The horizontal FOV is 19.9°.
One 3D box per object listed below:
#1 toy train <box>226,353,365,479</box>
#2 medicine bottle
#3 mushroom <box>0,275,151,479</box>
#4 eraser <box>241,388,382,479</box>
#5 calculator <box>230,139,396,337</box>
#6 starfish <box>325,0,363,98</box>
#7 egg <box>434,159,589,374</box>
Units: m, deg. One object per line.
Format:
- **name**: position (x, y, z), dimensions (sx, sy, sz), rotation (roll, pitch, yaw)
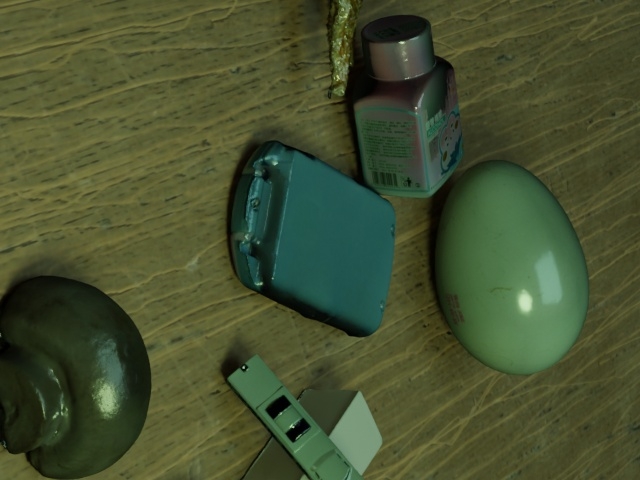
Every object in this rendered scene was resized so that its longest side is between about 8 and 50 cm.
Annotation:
- **toy train**: position (-0.014, 0.209, 1.874), dimensions (0.043, 0.047, 0.207), rotation (-40, 83, -11)
- **medicine bottle**: position (0.097, -0.155, 2.072), dimensions (0.119, 0.094, 0.188), rotation (-49, 137, -50)
- **mushroom**: position (-0.215, 0.121, 1.648), dimensions (0.141, 0.117, 0.188), rotation (-39, 117, -62)
- **eraser**: position (-0.041, 0.280, 1.911), dimensions (0.298, 0.076, 0.078), rotation (-53, 130, -42)
- **calculator**: position (0.000, 0.000, 1.995), dimensions (0.293, 0.051, 0.173), rotation (27, 66, -52)
- **starfish**: position (0.023, -0.301, 1.952), dimensions (0.299, 0.060, 0.302), rotation (-86, 170, -59)
- **egg**: position (0.228, 0.033, 2.207), dimensions (0.183, 0.183, 0.264), rotation (-18, 98, -54)
